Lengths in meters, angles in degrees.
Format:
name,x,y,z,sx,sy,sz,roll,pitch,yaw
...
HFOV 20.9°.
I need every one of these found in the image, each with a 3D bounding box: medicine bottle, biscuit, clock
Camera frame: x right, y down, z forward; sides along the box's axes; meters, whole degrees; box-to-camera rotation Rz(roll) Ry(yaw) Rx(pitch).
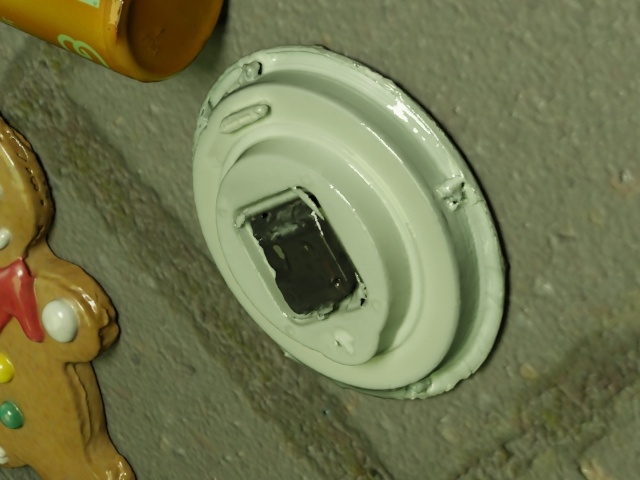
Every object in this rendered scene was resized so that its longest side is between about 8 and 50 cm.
name,x,y,z,sx,sy,sz,roll,pitch,yaw
medicine bottle,-0.156,-0.166,1.028,0.192,0.096,0.096,24,131,30
biscuit,-0.239,0.055,1.297,0.216,0.047,0.340,21,130,32
clock,0.000,0.000,1.026,0.236,0.053,0.236,23,129,31
